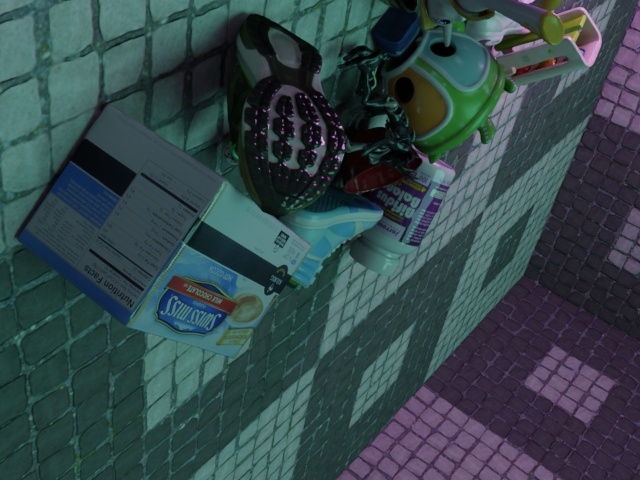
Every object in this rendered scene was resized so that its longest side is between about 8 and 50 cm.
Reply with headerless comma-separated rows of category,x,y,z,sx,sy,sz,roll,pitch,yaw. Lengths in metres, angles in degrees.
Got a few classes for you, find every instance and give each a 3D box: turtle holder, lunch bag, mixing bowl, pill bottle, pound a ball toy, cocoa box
turtle holder,0.265,-0.344,1.739,0.227,0.243,0.320,41,78,-22
lunch bag,0.154,-0.414,1.653,0.098,0.067,0.065,-54,157,-13
mixing bowl,0.118,-0.182,1.790,0.181,0.098,0.181,-19,169,-4
pill bottle,0.189,-0.072,2.023,0.169,0.169,0.302,-1,120,-63
pound a ball toy,0.527,-0.436,2.109,0.136,0.319,0.208,46,57,-27
cocoa box,-0.212,0.005,1.222,0.228,0.231,0.347,-56,157,-2

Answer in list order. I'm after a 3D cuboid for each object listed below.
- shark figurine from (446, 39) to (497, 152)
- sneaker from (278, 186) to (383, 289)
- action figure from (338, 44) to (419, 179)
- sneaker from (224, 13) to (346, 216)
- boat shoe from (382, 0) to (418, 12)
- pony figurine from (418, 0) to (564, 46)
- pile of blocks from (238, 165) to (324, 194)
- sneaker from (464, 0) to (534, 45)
shark figurine,0.281,-0.366,1.942,0.116,0.166,0.278,-98,-147,-72
sneaker,0.000,0.000,1.795,0.319,0.127,0.208,-5,122,-51
action figure,0.104,-0.233,1.616,0.164,0.140,0.276,-90,162,-63
sneaker,-0.075,-0.153,1.216,0.182,0.158,0.410,-57,-155,36
boat shoe,0.143,-0.501,1.508,0.080,0.073,0.223,-49,155,-13
pony figurine,0.215,-0.463,1.339,0.303,0.363,0.351,-43,117,-14
pile of blocks,-0.060,-0.170,1.472,0.362,0.112,0.149,-9,115,-76
sneaker,0.462,-0.572,2.016,0.305,0.114,0.152,-36,150,-43
